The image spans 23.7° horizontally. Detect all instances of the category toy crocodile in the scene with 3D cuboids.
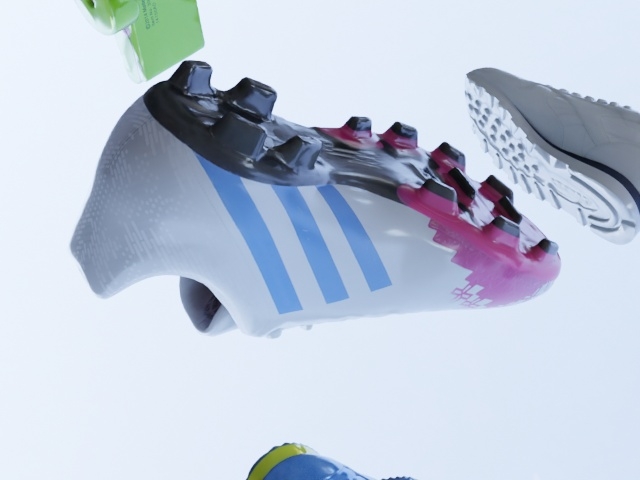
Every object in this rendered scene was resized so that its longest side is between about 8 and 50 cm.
[{"bbox_3d":[-0.152,-0.256,1.111,0.115,0.340,0.105,-37,-127,-19],"label":"toy crocodile"}]

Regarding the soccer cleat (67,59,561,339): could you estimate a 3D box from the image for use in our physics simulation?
[{"bbox_3d":[0.000,0.000,0.893,0.143,0.331,0.116,-55,-136,20],"label":"soccer cleat"}]

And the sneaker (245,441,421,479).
[{"bbox_3d":[0.038,0.193,0.995,0.082,0.209,0.069,38,-83,43],"label":"sneaker"}]

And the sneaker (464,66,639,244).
[{"bbox_3d":[0.214,-0.086,1.289,0.095,0.090,0.235,-36,-129,-15],"label":"sneaker"}]
